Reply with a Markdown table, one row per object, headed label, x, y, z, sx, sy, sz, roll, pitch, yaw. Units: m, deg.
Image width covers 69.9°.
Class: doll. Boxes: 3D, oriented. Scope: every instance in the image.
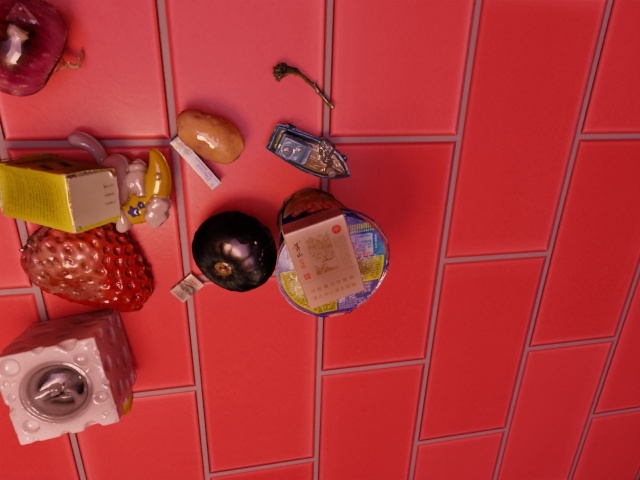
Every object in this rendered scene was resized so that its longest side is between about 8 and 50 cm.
| label | x | y | z | sx | sy | sz | roll | pitch | yaw |
| --- | --- | --- | --- | --- | --- | --- | --- | --- | --- |
| doll | -0.492 | -0.139 | 1.143 | 0.238 | 0.111 | 0.251 | 4 | 116 | 3 |

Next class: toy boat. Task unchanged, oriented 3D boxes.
| label | x | y | z | sx | sy | sz | roll | pitch | yaw |
| --- | --- | --- | --- | --- | --- | --- | --- | --- | --- |
| toy boat | -0.022 | -0.228 | 1.223 | 0.238 | 0.098 | 0.109 | 21 | 109 | -21 |

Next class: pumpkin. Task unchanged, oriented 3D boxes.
| label | x | y | z | sx | sy | sz | roll | pitch | yaw |
| --- | --- | --- | --- | --- | --- | --- | --- | --- | --- |
| pumpkin | -0.228 | 0.031 | 1.228 | 0.233 | 0.163 | 0.232 | 10 | 125 | 15 |

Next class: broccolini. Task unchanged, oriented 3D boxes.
| label | x | y | z | sx | sy | sz | roll | pitch | yaw |
| --- | --- | --- | --- | --- | --- | --- | --- | --- | --- |
| broccolini | -0.037 | -0.403 | 1.178 | 0.194 | 0.054 | 0.052 | 23 | 87 | -23 |

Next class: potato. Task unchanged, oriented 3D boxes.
| label | x | y | z | sx | sy | sz | roll | pitch | yaw |
| --- | --- | --- | --- | --- | --- | --- | --- | --- | --- |
| potato | -0.274 | -0.261 | 1.139 | 0.178 | 0.118 | 0.109 | 26 | 149 | -23 |

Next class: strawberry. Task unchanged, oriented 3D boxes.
| label | x | y | z | sx | sy | sz | roll | pitch | yaw |
| --- | --- | --- | --- | --- | --- | --- | --- | --- | --- |
| strawberry | -0.596 | 0.084 | 1.198 | 0.265 | 0.149 | 0.336 | -44 | 116 | 6 |

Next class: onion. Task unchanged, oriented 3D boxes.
| label | x | y | z | sx | sy | sz | roll | pitch | yaw |
| --- | --- | --- | --- | --- | --- | --- | --- | --- | --- |
| onion | -0.625 | -0.408 | 0.952 | 0.208 | 0.200 | 0.200 | -35 | 116 | -7 |

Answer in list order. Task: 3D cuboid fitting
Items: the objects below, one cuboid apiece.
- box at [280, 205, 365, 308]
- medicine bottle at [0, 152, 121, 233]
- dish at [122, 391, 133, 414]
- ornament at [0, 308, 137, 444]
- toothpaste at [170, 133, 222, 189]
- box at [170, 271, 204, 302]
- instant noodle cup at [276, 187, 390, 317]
| label | x | y | z | sx | sy | sz | roll | pitch | yaw |
| --- | --- | --- | --- | --- | --- | --- | --- | --- | --- |
| box | 0.008 | 0.040 | 1.018 | 0.141 | 0.058 | 0.201 | -21 | 117 | -3 |
| medicine bottle | -0.605 | -0.114 | 1.058 | 0.251 | 0.137 | 0.140 | 11 | 115 | 21 |
| dish | -0.663 | 0.490 | 1.394 | 0.149 | 0.080 | 0.207 | -36 | 117 | 3 |
| ornament | -0.662 | 0.346 | 1.222 | 0.240 | 0.240 | 0.238 | -11 | 104 | -8 |
| toothpaste | -0.325 | -0.205 | 1.192 | 0.034 | 0.046 | 0.164 | -39 | 115 | 1 |
| box | -0.389 | 0.136 | 1.335 | 0.083 | 0.024 | 0.054 | -39 | 114 | 5 |
| instant noodle cup | 0.000 | 0.000 | 1.206 | 0.285 | 0.312 | 0.283 | -5 | 114 | -11 |
